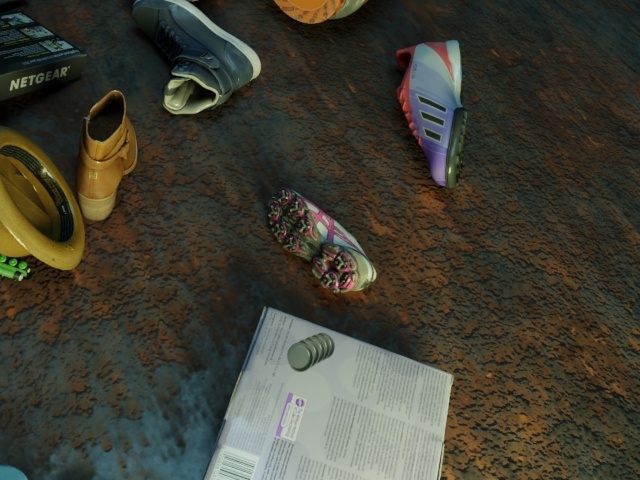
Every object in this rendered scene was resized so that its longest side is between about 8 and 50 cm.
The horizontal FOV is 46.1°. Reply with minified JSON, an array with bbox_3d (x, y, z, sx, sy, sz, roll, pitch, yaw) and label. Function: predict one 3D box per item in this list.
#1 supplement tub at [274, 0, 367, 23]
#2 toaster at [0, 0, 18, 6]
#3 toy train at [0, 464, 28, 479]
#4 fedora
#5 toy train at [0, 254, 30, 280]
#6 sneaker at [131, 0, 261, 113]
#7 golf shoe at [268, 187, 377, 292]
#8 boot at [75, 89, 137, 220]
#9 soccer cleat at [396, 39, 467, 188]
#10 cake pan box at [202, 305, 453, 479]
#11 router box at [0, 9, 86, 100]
[{"bbox_3d":[0.046,-0.526,1.357,0.194,0.193,0.316,34,51,9],"label":"supplement tub"},{"bbox_3d":[-0.563,-0.422,1.129,0.168,0.110,0.186,42,53,17],"label":"toaster"},{"bbox_3d":[-0.198,0.267,0.687,0.248,0.143,0.105,11,51,-10],"label":"toy train"},{"bbox_3d":[-0.360,-0.040,0.885,0.079,0.194,0.194,-25,57,9],"label":"fedora"},{"bbox_3d":[-0.389,0.027,0.896,0.083,0.017,0.023,20,60,-3],"label":"toy train"},{"bbox_3d":[-0.224,-0.285,1.148,0.226,0.086,0.163,30,47,5],"label":"sneaker"},{"bbox_3d":[0.000,0.000,1.024,0.186,0.067,0.086,49,26,23],"label":"golf shoe"},{"bbox_3d":[-0.272,-0.141,0.975,0.073,0.152,0.197,6,52,-14],"label":"boot"},{"bbox_3d":[0.178,-0.208,1.225,0.117,0.108,0.318,0,52,8],"label":"soccer cleat"},{"bbox_3d":[0.011,0.228,0.838,0.246,0.070,0.266,18,50,-1],"label":"cake pan box"},{"bbox_3d":[-0.441,-0.262,1.053,0.133,0.046,0.179,34,33,10],"label":"router box"}]
